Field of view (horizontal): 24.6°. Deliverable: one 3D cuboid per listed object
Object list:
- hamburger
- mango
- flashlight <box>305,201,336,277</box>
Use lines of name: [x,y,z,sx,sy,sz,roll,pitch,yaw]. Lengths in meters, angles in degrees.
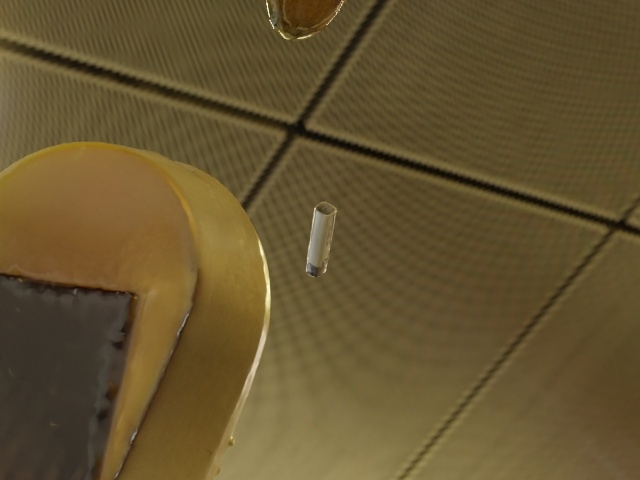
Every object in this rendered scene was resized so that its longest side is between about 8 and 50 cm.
hamburger: [-0.153,0.080,0.958,0.295,0.227,0.151,-64,-24,-8]
mango: [-0.014,-0.299,1.538,0.115,0.089,0.165,-19,-84,-17]
flashlight: [0.000,0.000,1.447,0.018,0.018,0.083,-36,-32,-39]
